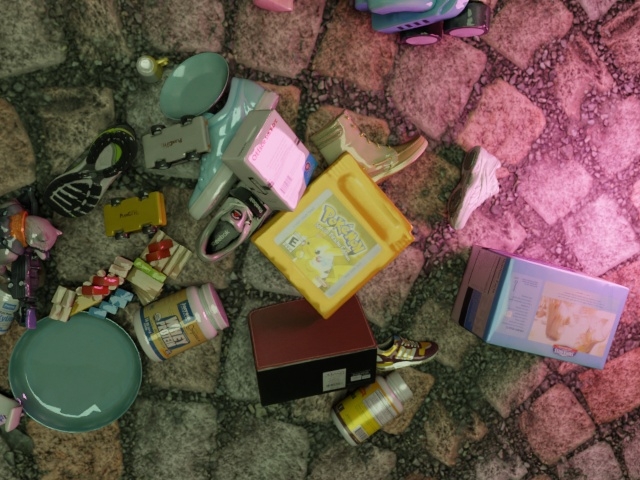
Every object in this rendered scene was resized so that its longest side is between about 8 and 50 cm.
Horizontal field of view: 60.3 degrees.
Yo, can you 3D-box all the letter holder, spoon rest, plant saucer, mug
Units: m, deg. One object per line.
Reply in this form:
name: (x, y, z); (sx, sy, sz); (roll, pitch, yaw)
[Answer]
letter holder: (-0.027, 0.274, 1.440); (0.301, 0.215, 0.152); (-9, 131, -9)
spoon rest: (-0.841, 0.396, 1.337); (0.276, 0.084, 0.138); (12, 84, 12)
plant saucer: (-0.613, 0.328, 1.395); (0.317, 0.043, 0.318); (-1, 97, -9)
mug: (-0.408, -0.420, 1.317); (0.062, 0.064, 0.078); (35, 91, -11)
plant saucer: (-0.294, -0.360, 1.315); (0.194, 0.037, 0.195); (-10, 63, 21)

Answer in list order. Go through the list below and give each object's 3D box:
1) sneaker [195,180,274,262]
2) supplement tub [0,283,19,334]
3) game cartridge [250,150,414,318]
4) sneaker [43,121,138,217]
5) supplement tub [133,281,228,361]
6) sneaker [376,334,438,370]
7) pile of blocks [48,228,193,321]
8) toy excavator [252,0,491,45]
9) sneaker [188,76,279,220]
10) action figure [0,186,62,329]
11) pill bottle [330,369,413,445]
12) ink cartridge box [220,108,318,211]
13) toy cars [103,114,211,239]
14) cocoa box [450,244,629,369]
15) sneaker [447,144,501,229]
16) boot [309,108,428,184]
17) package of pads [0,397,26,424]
sneaker: (-0.184, -0.072, 1.360); (0.122, 0.146, 0.331); (37, 89, -10)
supplement tub: (-0.772, 0.167, 1.334); (0.070, 0.071, 0.107); (29, 93, -11)
game cartridge: (0.038, -0.010, 1.371); (0.323, 0.053, 0.285); (-42, 101, 3)
sneaker: (-0.536, -0.167, 1.313); (0.299, 0.121, 0.111); (-36, 117, 16)
supplement tub: (-0.344, 0.199, 1.367); (0.199, 0.144, 0.145); (-24, 100, -5)
sneaker: (0.233, 0.296, 1.510); (0.185, 0.069, 0.084); (-15, 103, -8)
pile of blocks: (-0.477, 0.107, 1.325); (0.362, 0.112, 0.149); (-32, 95, -11)
toy excavator: (0.118, -0.602, 1.278); (0.444, 0.432, 0.223); (-3, 99, -37)
sneaker: (-0.249, -0.229, 1.345); (0.150, 0.135, 0.366); (30, 84, -3)
action figure: (-0.746, 0.040, 1.234); (0.329, 0.178, 0.342); (-15, 78, 2)
pill bottle: (0.141, 0.447, 1.490); (0.214, 0.117, 0.117); (-35, 101, -3)
ink cartridge box: (-0.113, -0.184, 1.281); (0.203, 0.085, 0.148); (46, 63, -44)
toy cars: (-0.376, -0.142, 1.310); (0.176, 0.087, 0.394); (44, 109, 21)
cocoa box: (0.572, 0.171, 1.465); (0.346, 0.228, 0.232); (14, 95, -10)
sneaker: (0.422, -0.129, 1.476); (0.115, 0.090, 0.232); (20, 95, -14)
boot: (0.124, -0.253, 1.408); (0.261, 0.095, 0.204); (-31, 101, 3)
package of pads: (-0.788, 0.430, 1.386); (0.083, 0.032, 0.050); (-23, 103, -5)
